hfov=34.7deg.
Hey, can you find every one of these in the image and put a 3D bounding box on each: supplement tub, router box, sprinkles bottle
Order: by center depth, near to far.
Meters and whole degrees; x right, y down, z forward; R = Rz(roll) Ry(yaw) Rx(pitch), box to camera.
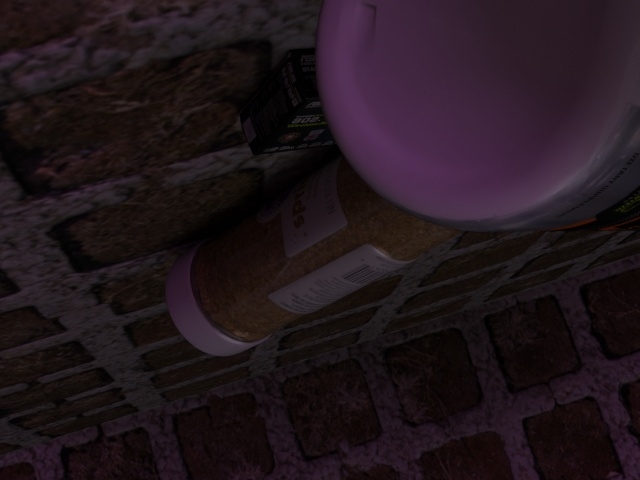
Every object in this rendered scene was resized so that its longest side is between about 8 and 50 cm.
[{"bbox_3d":[0.159,-0.101,0.605,0.194,0.193,0.316,-28,164,35],"label":"supplement tub"},{"bbox_3d":[0.015,-0.102,0.742,0.122,0.038,0.092,-11,164,-31],"label":"router box"},{"bbox_3d":[0.000,0.000,0.963,0.121,0.121,0.355,-5,161,-47],"label":"sprinkles bottle"}]
